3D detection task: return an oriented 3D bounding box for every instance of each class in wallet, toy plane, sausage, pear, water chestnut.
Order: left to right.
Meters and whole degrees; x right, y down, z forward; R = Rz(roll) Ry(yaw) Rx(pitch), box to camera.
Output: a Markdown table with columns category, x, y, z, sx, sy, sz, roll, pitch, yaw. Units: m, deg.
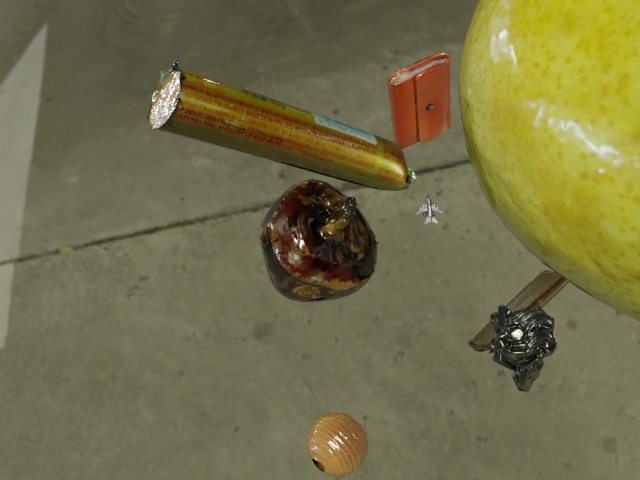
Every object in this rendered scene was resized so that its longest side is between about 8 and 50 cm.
| category | x | y | z | sx | sy | sz | roll | pitch | yaw |
| --- | --- | --- | --- | --- | --- | --- | --- | --- | --- |
| sausage | -0.018 | -0.124 | 0.798 | 0.082 | 0.372 | 0.082 | -23 | 62 | 51 |
| water chestnut | 0.000 | 0.000 | 1.169 | 0.238 | 0.224 | 0.223 | -31 | 31 | 45 |
| wallet | 0.217 | -0.293 | 1.415 | 0.142 | 0.204 | 0.045 | -25 | 55 | -6 |
| toy plane | 0.292 | -0.083 | 1.767 | 0.079 | 0.031 | 0.083 | -4 | 68 | -5 |
| wallet | 0.426 | 0.149 | 1.391 | 0.243 | 0.133 | 0.039 | -42 | 90 | -12 |
| pear | 0.243 | -0.079 | 0.416 | 0.304 | 0.304 | 0.304 | -10 | 46 | 10 |

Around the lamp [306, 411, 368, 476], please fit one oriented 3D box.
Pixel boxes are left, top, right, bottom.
| category | x | y | z | sx | sy | sz | roll | pitch | yaw |
| --- | --- | --- | --- | --- | --- | --- | --- | --- | --- |
| lamp | 0.035 | 0.439 | 1.414 | 0.136 | 0.136 | 0.136 | -10 | 46 | 10 |

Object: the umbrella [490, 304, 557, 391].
| category | x | y | z | sx | sy | sz | roll | pitch | yaw |
| --- | --- | --- | --- | --- | --- | --- | --- | --- | --- |
| umbrella | 0.363 | 0.197 | 1.195 | 0.110 | 0.272 | 0.122 | -38 | 65 | -4 |
